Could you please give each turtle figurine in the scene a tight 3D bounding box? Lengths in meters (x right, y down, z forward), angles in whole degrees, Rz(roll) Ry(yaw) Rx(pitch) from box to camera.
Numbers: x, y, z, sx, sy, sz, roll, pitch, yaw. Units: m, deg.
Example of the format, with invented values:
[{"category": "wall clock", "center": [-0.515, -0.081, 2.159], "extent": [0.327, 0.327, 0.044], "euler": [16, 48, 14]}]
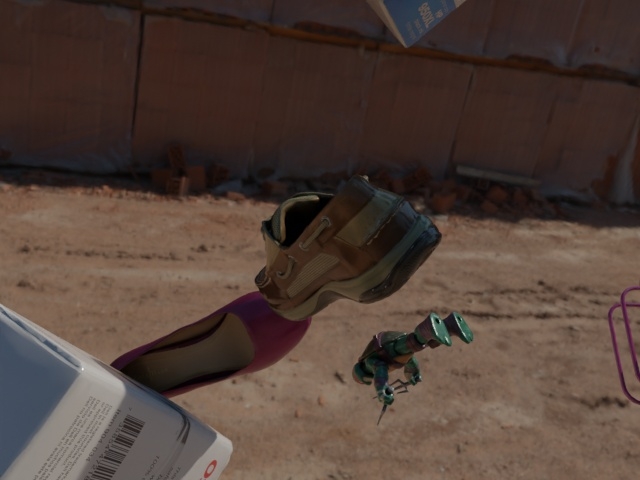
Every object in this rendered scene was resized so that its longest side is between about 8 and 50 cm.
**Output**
[{"category": "turtle figurine", "center": [0.126, 0.198, 1.132], "extent": [0.118, 0.234, 0.175], "euler": [53, 30, 8]}]

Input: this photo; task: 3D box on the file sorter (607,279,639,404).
[{"category": "file sorter", "center": [0.594, 0.126, 1.081], "extent": [0.182, 0.291, 0.202], "euler": [3, 59, -2]}]

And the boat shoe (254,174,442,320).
[{"category": "boat shoe", "center": [0.000, 0.000, 0.756], "extent": [0.120, 0.122, 0.324], "euler": [46, -27, -11]}]

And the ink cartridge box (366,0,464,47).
[{"category": "ink cartridge box", "center": [0.179, -0.517, 0.966], "extent": [0.286, 0.395, 0.166], "euler": [56, 11, 20]}]

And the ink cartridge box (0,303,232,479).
[{"category": "ink cartridge box", "center": [-0.209, 0.198, 0.561], "extent": [0.114, 0.198, 0.273], "euler": [25, -17, 26]}]

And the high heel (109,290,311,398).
[{"category": "high heel", "center": [-0.191, 0.187, 1.106], "extent": [0.377, 0.127, 0.181], "euler": [-29, -3, 31]}]
